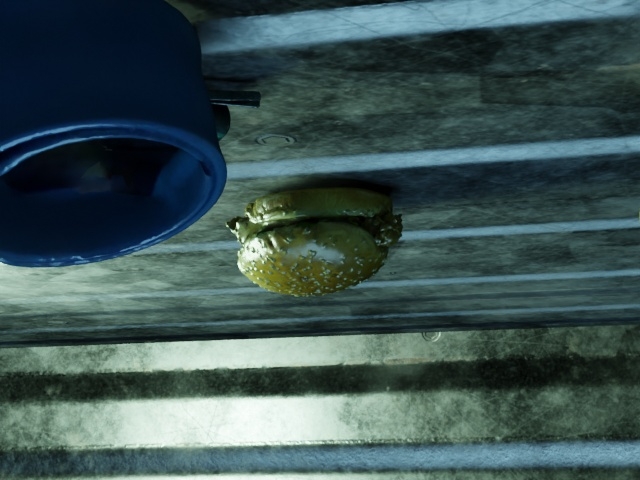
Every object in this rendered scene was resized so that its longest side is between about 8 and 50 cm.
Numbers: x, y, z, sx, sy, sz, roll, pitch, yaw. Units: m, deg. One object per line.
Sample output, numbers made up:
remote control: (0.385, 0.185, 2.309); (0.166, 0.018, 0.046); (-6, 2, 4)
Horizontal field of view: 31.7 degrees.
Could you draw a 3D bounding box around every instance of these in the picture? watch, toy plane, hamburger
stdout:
watch: (-0.225, -0.062, 0.925); (0.274, 0.241, 0.305); (-7, 158, -19)
toy plane: (-0.177, -0.117, 1.065); (0.235, 0.060, 0.096); (-2, 160, -11)
hamburger: (0.000, 0.000, 1.455); (0.215, 0.122, 0.189); (-14, 160, 40)
